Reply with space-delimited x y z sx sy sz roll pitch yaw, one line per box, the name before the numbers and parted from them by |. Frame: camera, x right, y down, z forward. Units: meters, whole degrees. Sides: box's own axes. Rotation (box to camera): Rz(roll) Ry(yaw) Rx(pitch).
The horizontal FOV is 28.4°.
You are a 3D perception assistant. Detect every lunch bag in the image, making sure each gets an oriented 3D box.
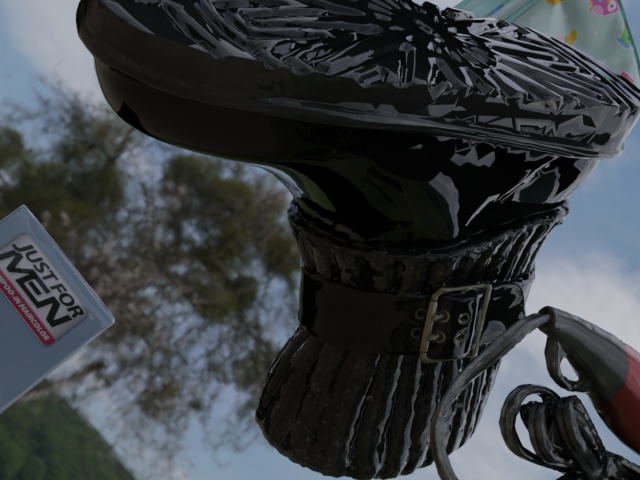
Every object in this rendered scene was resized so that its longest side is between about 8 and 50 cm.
lunch bag | 0.221 -0.189 1.422 0.108 0.279 0.224 40 -16 55

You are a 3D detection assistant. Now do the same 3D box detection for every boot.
boot | 0.003 0.003 0.675 0.131 0.348 0.260 54 -54 45

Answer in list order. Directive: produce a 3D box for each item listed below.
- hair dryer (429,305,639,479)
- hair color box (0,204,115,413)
hair dryer | 0.179 0.101 0.581 0.080 0.293 0.223 33 -41 42
hair color box | -0.341 0.141 0.890 0.113 0.374 0.185 53 -32 -6
